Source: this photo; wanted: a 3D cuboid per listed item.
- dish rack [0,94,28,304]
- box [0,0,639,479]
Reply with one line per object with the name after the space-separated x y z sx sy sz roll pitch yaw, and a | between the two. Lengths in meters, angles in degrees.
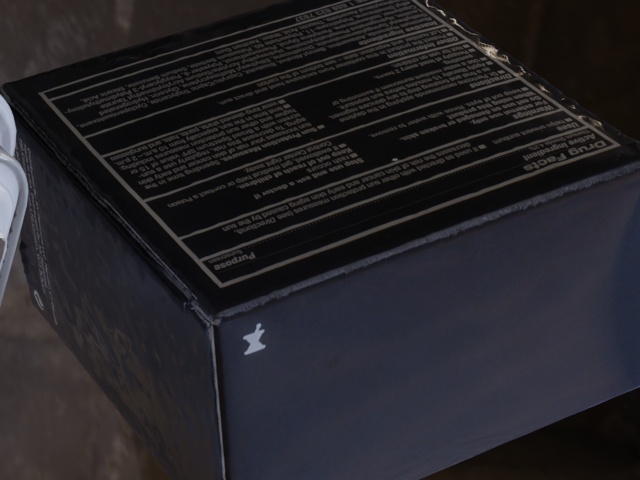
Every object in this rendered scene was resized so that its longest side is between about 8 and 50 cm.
-0.282 0.075 0.882 0.332 0.072 0.286 -12 134 -43 | dish rack
0.000 0.000 1.171 0.296 0.294 0.183 -19 127 -23 | box
